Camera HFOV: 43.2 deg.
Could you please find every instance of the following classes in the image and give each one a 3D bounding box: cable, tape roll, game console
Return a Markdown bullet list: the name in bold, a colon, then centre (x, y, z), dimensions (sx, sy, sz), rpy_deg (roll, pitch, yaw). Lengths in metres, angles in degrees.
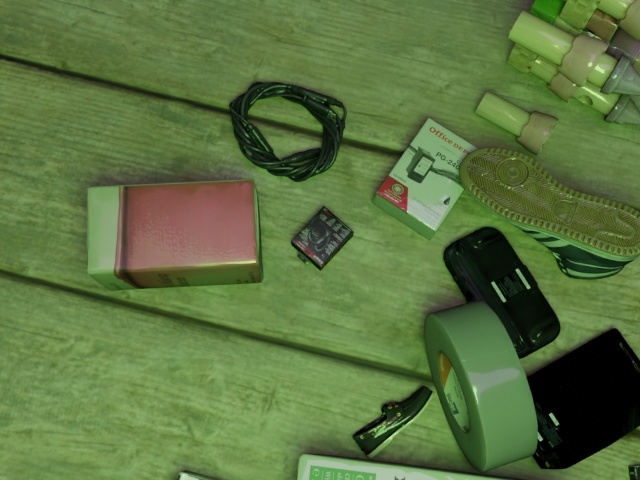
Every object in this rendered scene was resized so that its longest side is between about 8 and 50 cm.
- **cable**: centre (-0.057, -0.173, 1.260), dimensions (0.185, 0.047, 0.150), rpy_deg (18, 81, 0)
- **tape roll**: centre (0.210, 0.193, 1.085), dimensions (0.072, 0.219, 0.219), rpy_deg (-16, 77, -7)
- **game console**: centre (0.321, 0.136, 1.184), dimensions (0.213, 0.044, 0.361), rpy_deg (-24, 72, -19)

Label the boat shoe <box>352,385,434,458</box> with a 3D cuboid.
- **boat shoe**: centre (0.105, 0.252, 1.154), dimensions (0.133, 0.049, 0.042), rpy_deg (-40, 89, -6)

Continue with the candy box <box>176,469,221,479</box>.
- **candy box**: centre (-0.141, 0.430, 1.090), dimensions (0.165, 0.070, 0.196), rpy_deg (17, 77, 2)

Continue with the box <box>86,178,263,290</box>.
- **box**: centre (-0.201, -0.005, 1.154), dimensions (0.232, 0.148, 0.126), rpy_deg (-3, 77, -2)

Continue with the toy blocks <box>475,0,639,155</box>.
- **toy blocks**: centre (0.429, -0.287, 1.181), dimensions (0.260, 0.288, 0.309), rpy_deg (30, 74, 9)

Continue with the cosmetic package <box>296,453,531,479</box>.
- **cosmetic package**: centre (0.145, 0.397, 1.058), dimensions (0.366, 0.155, 0.196), rpy_deg (5, 75, 4)

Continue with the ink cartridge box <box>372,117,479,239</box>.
- **ink cartridge box**: centre (0.166, -0.095, 1.234), dimensions (0.109, 0.063, 0.150), rpy_deg (33, 78, 6)

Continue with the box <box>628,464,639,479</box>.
- **box**: centre (0.507, 0.398, 1.144), dimensions (0.116, 0.029, 0.162), rpy_deg (-2, 78, -3)

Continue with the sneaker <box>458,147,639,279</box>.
- **sneaker**: centre (0.333, -0.032, 1.194), dimensions (0.282, 0.153, 0.099), rpy_deg (27, 78, 17)

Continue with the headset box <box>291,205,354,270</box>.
- **headset box**: centre (0.000, 0.000, 1.220), dimensions (0.062, 0.032, 0.083), rpy_deg (41, 79, 8)
